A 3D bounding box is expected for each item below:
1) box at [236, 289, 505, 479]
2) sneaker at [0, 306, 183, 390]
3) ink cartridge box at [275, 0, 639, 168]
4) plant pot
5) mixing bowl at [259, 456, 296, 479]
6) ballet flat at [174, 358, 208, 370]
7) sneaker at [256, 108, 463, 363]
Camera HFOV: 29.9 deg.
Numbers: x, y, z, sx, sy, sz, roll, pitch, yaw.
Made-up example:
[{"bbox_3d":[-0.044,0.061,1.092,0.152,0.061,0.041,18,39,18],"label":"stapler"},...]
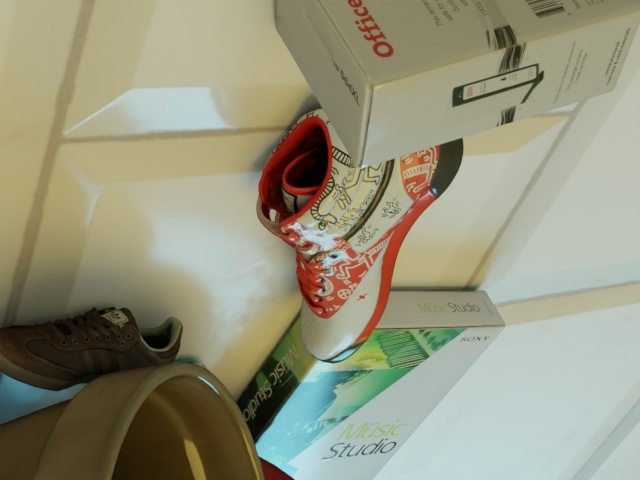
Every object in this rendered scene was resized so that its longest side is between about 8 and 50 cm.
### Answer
[{"bbox_3d":[0.021,0.174,1.276,0.232,0.058,0.322,2,135,-39],"label":"box"},{"bbox_3d":[-0.193,0.081,0.999,0.188,0.066,0.071,15,109,-54],"label":"sneaker"},{"bbox_3d":[0.087,-0.151,0.812,0.203,0.148,0.086,-18,147,-17],"label":"ink cartridge box"},{"bbox_3d":[-0.222,0.267,0.953,0.280,0.323,0.323,-6,151,17],"label":"plant pot"},{"bbox_3d":[-0.108,0.265,1.168,0.181,0.098,0.181,-38,175,-4],"label":"mixing bowl"},{"bbox_3d":[-0.183,0.214,1.154,0.241,0.077,0.091,-43,142,19],"label":"ballet flat"},{"bbox_3d":[0.000,-0.001,1.000,0.145,0.090,0.270,-1,134,-35],"label":"sneaker"}]
